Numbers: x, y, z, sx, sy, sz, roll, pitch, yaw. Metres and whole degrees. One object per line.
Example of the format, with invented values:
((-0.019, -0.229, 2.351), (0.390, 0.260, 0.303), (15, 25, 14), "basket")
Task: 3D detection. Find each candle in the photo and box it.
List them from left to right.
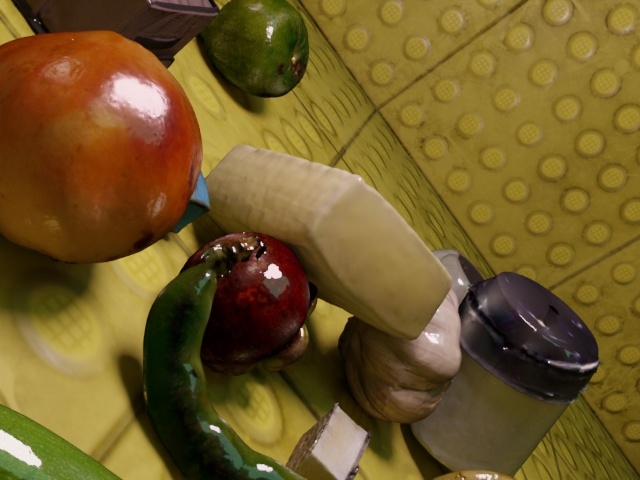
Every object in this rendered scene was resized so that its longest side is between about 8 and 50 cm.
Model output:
((0.259, 0.234, 1.090), (0.221, 0.342, 0.221), (23, 25, -11), "candle")

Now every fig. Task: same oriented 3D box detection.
((-0.156, -0.382, 1.364), (0.203, 0.235, 0.203), (11, 90, -69), "fig")

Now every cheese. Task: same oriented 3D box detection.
((0.000, 0.000, 0.899), (0.242, 0.124, 0.265), (39, -10, -38), "cheese")

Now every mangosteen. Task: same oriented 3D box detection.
((-0.070, 0.082, 0.745), (0.181, 0.156, 0.146), (64, -9, -17), "mangosteen")

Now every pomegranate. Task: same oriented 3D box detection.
((-0.205, -0.080, 0.598), (0.209, 0.209, 0.209), (48, 20, -23), "pomegranate")

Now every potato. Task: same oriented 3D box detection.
((0.005, 0.239, 0.766), (0.061, 0.086, 0.122), (42, 19, 3), "potato")

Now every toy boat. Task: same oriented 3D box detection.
((-0.195, -0.096, 0.838), (0.077, 0.075, 0.185), (45, 17, -55), "toy boat")

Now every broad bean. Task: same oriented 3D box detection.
((-0.082, 0.146, 0.636), (0.049, 0.144, 0.291), (158, -84, -74), "broad bean")

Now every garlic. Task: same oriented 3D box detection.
((0.110, 0.147, 1.011), (0.152, 0.228, 0.228), (26, 26, -12), "garlic")

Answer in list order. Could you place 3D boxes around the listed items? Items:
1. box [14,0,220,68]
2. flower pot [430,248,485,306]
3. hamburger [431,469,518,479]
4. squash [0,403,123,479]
((-0.272, -0.335, 0.941), (0.188, 0.153, 0.252), (54, 19, -3), "box")
((0.218, 0.140, 1.290), (0.246, 0.195, 0.246), (47, 21, -25), "flower pot")
((0.199, 0.377, 0.886), (0.113, 0.177, 0.185), (-85, 165, -53), "hamburger")
((-0.155, 0.185, 0.442), (0.292, 0.082, 0.082), (48, 20, -23), "squash")
